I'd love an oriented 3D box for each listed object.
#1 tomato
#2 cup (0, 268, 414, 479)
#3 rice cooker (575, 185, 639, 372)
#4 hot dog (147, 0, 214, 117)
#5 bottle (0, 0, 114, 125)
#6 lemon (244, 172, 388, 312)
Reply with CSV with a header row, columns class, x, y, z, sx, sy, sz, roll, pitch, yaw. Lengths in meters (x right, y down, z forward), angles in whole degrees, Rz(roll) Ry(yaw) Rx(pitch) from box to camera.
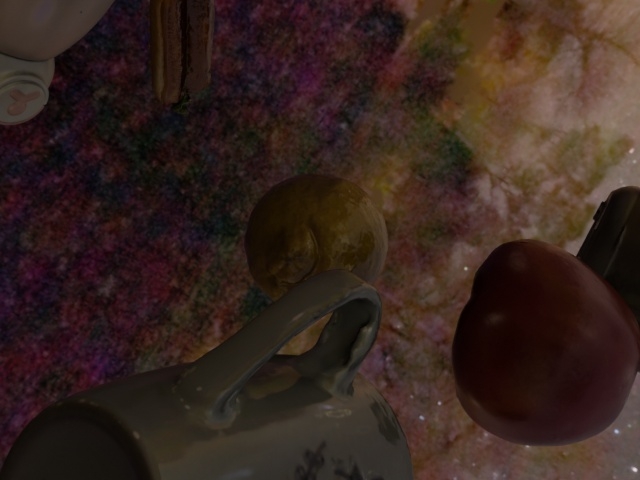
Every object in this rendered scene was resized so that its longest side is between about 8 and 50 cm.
class,x,y,z,sx,sy,sz,roll,pitch,yaw
tomato,0.318,0.149,0.873,0.298,0.226,0.299,-30,126,-53
cup,-0.051,0.131,0.404,0.234,0.186,0.258,24,93,-58
rice cooker,0.623,0.096,1.143,0.335,0.325,0.335,-52,159,-30
hot dog,-0.151,-0.214,0.666,0.072,0.055,0.188,-33,159,-30
bottle,-0.272,-0.210,0.550,0.236,0.147,0.147,-49,-179,24
lemon,-0.003,0.000,1.195,0.286,0.285,0.316,-58,-163,28
